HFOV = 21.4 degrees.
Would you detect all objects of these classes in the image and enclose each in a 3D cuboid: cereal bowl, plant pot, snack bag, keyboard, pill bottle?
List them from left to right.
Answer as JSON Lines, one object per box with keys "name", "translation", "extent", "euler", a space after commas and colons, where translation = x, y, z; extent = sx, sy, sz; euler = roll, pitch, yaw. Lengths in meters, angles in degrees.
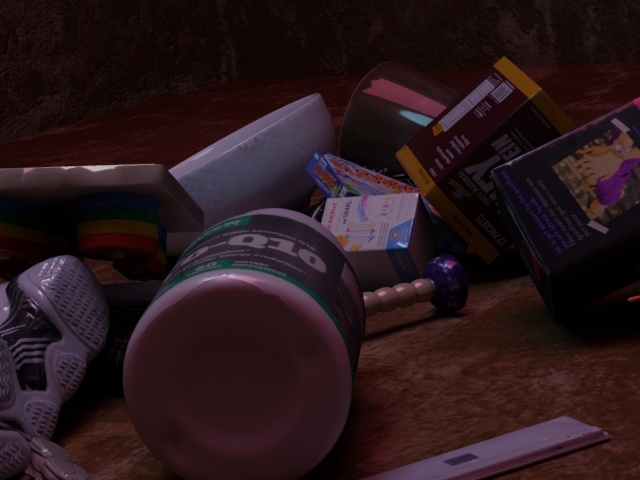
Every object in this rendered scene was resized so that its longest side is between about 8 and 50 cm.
{"name": "snack bag", "translation": [-0.170, 0.067, 2.011], "extent": [0.323, 0.037, 0.342], "euler": [-2, -2, 20]}
{"name": "cereal bowl", "translation": [-0.116, -0.074, 2.446], "extent": [0.339, 0.141, 0.339], "euler": [-29, 7, 4]}
{"name": "pill bottle", "translation": [-0.061, 0.088, 1.625], "extent": [0.204, 0.204, 0.361], "euler": [-7, 12, 5]}
{"name": "plant pot", "translation": [0.185, -0.152, 2.643], "extent": [0.230, 0.215, 0.215], "euler": [19, 26, 36]}
{"name": "keyboard", "translation": [0.127, 0.194, 1.471], "extent": [0.256, 0.014, 0.072], "euler": [-13, 8, -24]}

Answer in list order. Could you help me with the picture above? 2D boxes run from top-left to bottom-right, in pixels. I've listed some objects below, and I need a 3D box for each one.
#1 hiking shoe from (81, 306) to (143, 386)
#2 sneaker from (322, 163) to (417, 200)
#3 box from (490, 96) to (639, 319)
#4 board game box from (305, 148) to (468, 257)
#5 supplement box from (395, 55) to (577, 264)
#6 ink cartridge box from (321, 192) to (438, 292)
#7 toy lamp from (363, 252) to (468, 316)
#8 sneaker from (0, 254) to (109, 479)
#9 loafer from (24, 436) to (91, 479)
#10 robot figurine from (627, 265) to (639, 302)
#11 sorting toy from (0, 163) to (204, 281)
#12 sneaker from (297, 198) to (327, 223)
{"name": "hiking shoe", "translation": [-0.208, 0.121, 1.846], "extent": [0.227, 0.086, 0.114], "euler": [-5, 9, 8]}
{"name": "sneaker", "translation": [0.055, -0.061, 2.507], "extent": [0.232, 0.090, 0.081], "euler": [-12, 13, -19]}
{"name": "box", "translation": [0.340, -0.050, 1.844], "extent": [0.270, 0.143, 0.165], "euler": [-26, -23, 1]}
{"name": "board game box", "translation": [0.091, -0.049, 2.252], "extent": [0.201, 0.035, 0.136], "euler": [19, 19, -28]}
{"name": "supplement box", "translation": [0.222, -0.104, 2.144], "extent": [0.194, 0.129, 0.191], "euler": [-42, 19, 6]}
{"name": "ink cartridge box", "translation": [0.062, 0.006, 2.116], "extent": [0.143, 0.090, 0.092], "euler": [-3, 51, 22]}
{"name": "toy lamp", "translation": [0.038, 0.077, 1.914], "extent": [0.275, 0.080, 0.080], "euler": [-14, 14, -28]}
{"name": "sneaker", "translation": [-0.368, 0.151, 1.725], "extent": [0.210, 0.137, 0.366], "euler": [-18, 20, 24]}
{"name": "loafer", "translation": [-0.243, 0.218, 1.558], "extent": [0.045, 0.039, 0.125], "euler": [23, 2, -25]}
{"name": "robot figurine", "translation": [0.420, 0.034, 1.739], "extent": [0.219, 0.128, 0.158], "euler": [-17, 53, -36]}
{"name": "sorting toy", "translation": [-0.279, -0.011, 1.905], "extent": [0.257, 0.089, 0.255], "euler": [-1, -11, 6]}
{"name": "sneaker", "translation": [0.000, 0.000, 2.307], "extent": [0.124, 0.107, 0.283], "euler": [-20, 4, 19]}
